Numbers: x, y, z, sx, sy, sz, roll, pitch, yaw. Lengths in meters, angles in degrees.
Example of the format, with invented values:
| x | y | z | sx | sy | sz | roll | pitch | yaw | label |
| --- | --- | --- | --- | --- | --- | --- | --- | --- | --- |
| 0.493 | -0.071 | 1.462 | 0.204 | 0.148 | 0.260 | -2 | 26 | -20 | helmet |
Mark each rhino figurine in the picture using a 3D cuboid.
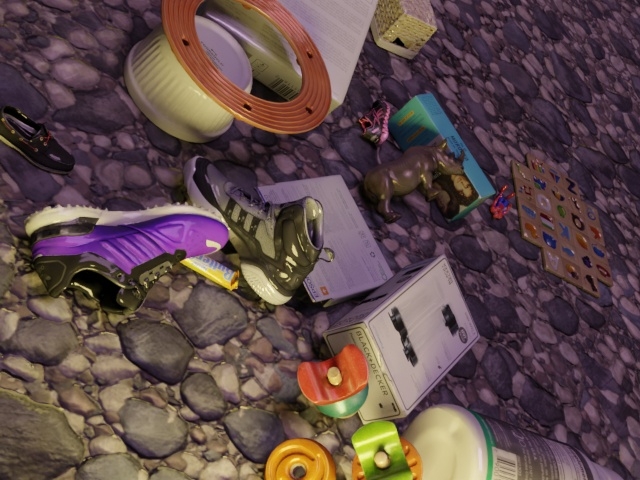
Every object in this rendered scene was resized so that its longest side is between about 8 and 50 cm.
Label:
| x | y | z | sx | sy | sz | roll | pitch | yaw | label |
| --- | --- | --- | --- | --- | --- | --- | --- | --- | --- |
| 0.183 | -0.123 | 1.962 | 0.243 | 0.073 | 0.106 | -29 | 83 | -26 | rhino figurine |

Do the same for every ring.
| x | y | z | sx | sy | sz | roll | pitch | yaw | label |
| --- | --- | --- | --- | --- | --- | --- | --- | --- | --- |
| -0.122 | -0.311 | 1.727 | 0.336 | 0.032 | 0.337 | 26 | 45 | -29 | ring |

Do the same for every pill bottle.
| x | y | z | sx | sy | sz | roll | pitch | yaw | label |
| --- | --- | --- | --- | --- | --- | --- | --- | --- | --- |
| 0.300 | 0.392 | 1.601 | 0.361 | 0.204 | 0.204 | 24 | 45 | -30 | pill bottle |

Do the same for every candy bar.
| x | y | z | sx | sy | sz | roll | pitch | yaw | label |
| --- | --- | --- | --- | --- | --- | --- | --- | --- | --- |
| -0.191 | 0.026 | 1.571 | 0.161 | 0.018 | 0.040 | 32 | 42 | -21 | candy bar |

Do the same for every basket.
| x | y | z | sx | sy | sz | roll | pitch | yaw | label |
| --- | --- | --- | --- | --- | --- | --- | --- | --- | --- |
| 0.178 | -0.503 | 2.291 | 0.113 | 0.103 | 0.167 | 16 | 50 | -34 | basket |

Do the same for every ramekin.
| x | y | z | sx | sy | sz | roll | pitch | yaw | label |
| --- | --- | --- | --- | --- | --- | --- | --- | --- | --- |
| -0.209 | -0.276 | 1.725 | 0.207 | 0.109 | 0.207 | 26 | 45 | -28 | ramekin |

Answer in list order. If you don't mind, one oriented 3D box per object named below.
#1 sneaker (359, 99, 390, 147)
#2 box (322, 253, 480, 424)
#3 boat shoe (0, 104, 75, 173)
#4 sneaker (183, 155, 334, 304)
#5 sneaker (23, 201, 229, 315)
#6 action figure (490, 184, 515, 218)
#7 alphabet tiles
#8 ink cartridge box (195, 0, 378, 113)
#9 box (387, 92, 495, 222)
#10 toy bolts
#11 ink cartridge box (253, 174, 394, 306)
| x | y | z | sx | sy | sz | roll | pitch | yaw | label |
| --- | --- | --- | --- | --- | --- | --- | --- | --- | --- |
| 0.104 | -0.239 | 2.058 | 0.057 | 0.047 | 0.119 | 20 | 45 | -17 | sneaker |
| 0.138 | 0.154 | 1.697 | 0.290 | 0.087 | 0.169 | -36 | 104 | -52 | box |
| -0.405 | -0.142 | 1.482 | 0.133 | 0.042 | 0.049 | 35 | 38 | -20 | boat shoe |
| -0.088 | -0.045 | 1.608 | 0.269 | 0.153 | 0.101 | 55 | 22 | 3 | sneaker |
| -0.256 | 0.033 | 1.438 | 0.293 | 0.102 | 0.146 | -2 | 66 | -33 | sneaker |
| 0.384 | -0.078 | 2.209 | 0.038 | 0.030 | 0.115 | 48 | 40 | -10 | action figure |
| 0.543 | -0.039 | 2.345 | 0.285 | 0.011 | 0.343 | 26 | 44 | -28 | alphabet tiles |
| -0.050 | -0.465 | 1.970 | 0.308 | 0.091 | 0.385 | 31 | 58 | -21 | ink cartridge box |
| 0.237 | -0.165 | 2.077 | 0.060 | 0.100 | 0.244 | -18 | 72 | -48 | box |
| 0.023 | 0.287 | 1.508 | 0.158 | 0.218 | 0.229 | 72 | 2 | -64 | toy bolts |
| 0.000 | 0.000 | 1.753 | 0.224 | 0.045 | 0.223 | -10 | 69 | -49 | ink cartridge box |
